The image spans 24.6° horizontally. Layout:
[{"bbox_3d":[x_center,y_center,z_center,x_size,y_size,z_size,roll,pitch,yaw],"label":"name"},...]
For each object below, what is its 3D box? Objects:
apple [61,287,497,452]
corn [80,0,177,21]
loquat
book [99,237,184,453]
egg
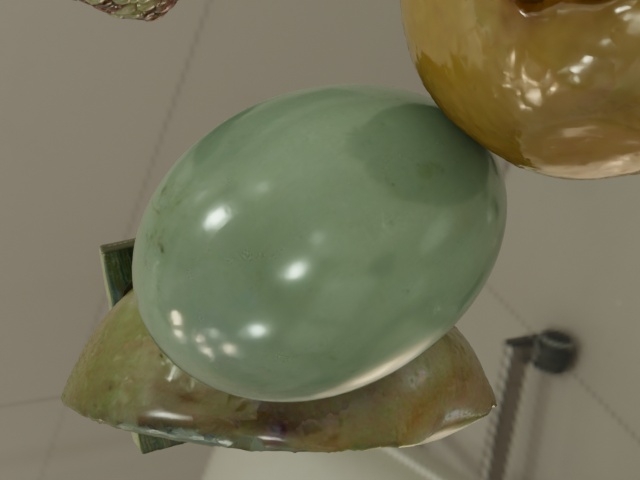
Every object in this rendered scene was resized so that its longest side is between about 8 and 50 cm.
[{"bbox_3d":[-0.037,0.069,0.931,0.265,0.193,0.120,5,102,23],"label":"apple"},{"bbox_3d":[-0.161,-0.188,0.891,0.079,0.237,0.079,-2,85,26],"label":"corn"},{"bbox_3d":[0.134,-0.126,0.661,0.208,0.208,0.208,7,99,49],"label":"loquat"},{"bbox_3d":[-0.039,0.055,1.089,0.024,0.228,0.160,-143,42,-68],"label":"book"},{"bbox_3d":[0.000,0.000,0.727,0.192,0.149,0.149,-24,70,2],"label":"egg"}]
